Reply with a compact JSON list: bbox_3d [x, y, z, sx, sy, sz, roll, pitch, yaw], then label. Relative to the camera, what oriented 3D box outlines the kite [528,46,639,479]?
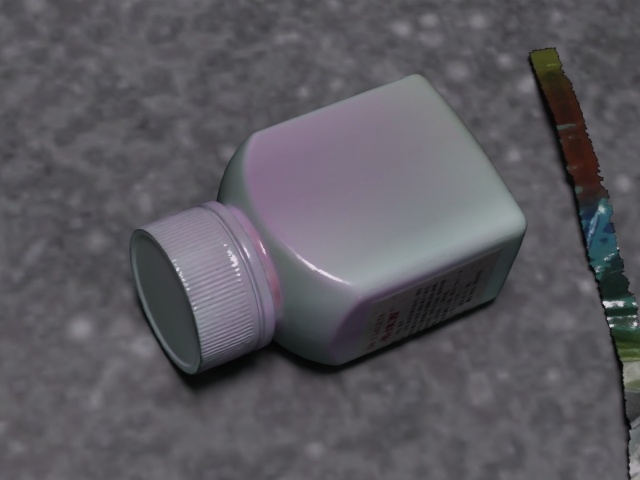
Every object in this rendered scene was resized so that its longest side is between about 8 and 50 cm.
[{"bbox_3d":[0.151,0.047,0.634,0.169,0.015,0.310,-12,61,-16],"label":"kite"}]

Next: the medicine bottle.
[{"bbox_3d":[0.000,0.000,0.615,0.118,0.055,0.074,-22,64,-23],"label":"medicine bottle"}]
